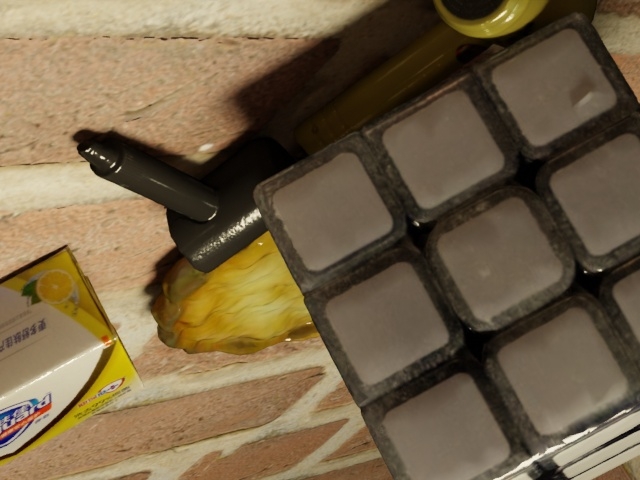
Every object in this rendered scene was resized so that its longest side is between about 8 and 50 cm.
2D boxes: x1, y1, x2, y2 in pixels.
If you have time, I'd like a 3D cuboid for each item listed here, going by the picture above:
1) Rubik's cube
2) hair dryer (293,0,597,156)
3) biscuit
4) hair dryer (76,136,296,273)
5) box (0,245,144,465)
[{"bbox_3d":[0.161,0.043,1.394,0.304,0.305,0.301,-30,162,4],"label":"Rubik's cube"},{"bbox_3d":[0.083,-0.149,1.386,0.279,0.090,0.135,-34,162,27],"label":"hair dryer"},{"bbox_3d":[0.000,0.000,1.634,0.329,0.078,0.335,-6,149,-45],"label":"biscuit"},{"bbox_3d":[-0.111,-0.055,1.368,0.114,0.070,0.248,-35,152,14],"label":"hair dryer"},{"bbox_3d":[-0.297,0.129,1.463,0.265,0.097,0.168,-28,161,-9],"label":"box"}]
